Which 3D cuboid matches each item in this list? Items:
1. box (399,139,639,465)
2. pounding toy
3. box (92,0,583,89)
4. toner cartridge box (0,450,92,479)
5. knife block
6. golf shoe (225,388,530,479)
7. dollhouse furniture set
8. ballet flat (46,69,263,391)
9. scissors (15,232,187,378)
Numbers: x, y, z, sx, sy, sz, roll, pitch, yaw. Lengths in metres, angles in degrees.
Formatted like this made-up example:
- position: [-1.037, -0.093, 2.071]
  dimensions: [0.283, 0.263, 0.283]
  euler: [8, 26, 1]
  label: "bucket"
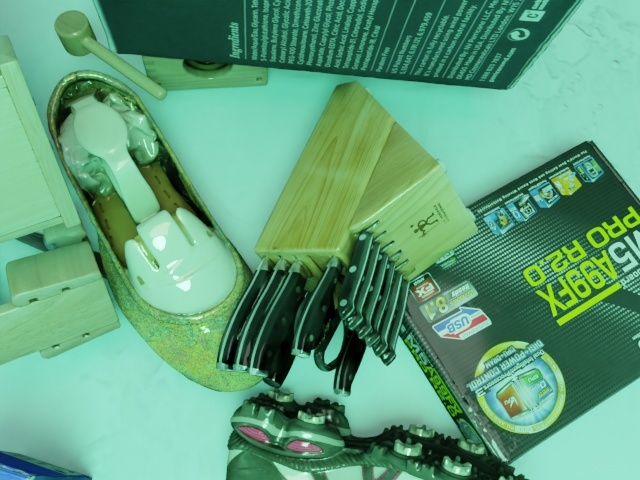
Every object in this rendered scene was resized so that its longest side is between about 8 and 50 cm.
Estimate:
- position: [0.212, 0.053, 0.652]
  dimensions: [0.270, 0.060, 0.216]
  euler: [-28, 73, -12]
  label: "box"
- position: [-0.160, -0.206, 0.709]
  dimensions: [0.206, 0.094, 0.180]
  euler: [-5, 72, -7]
  label: "pounding toy"
- position: [0.014, -0.325, 0.598]
  dimensions: [0.396, 0.212, 0.293]
  euler: [4, 75, -4]
  label: "box"
- position: [-0.278, 0.328, 0.470]
  dimensions: [0.075, 0.165, 0.347]
  euler: [16, 70, 3]
  label: "toner cartridge box"
- position: [0.000, 0.000, 0.610]
  dimensions: [0.242, 0.088, 0.275]
  euler: [-35, 39, 5]
  label: "knife block"
- position: [0.049, 0.209, 0.555]
  dimensions: [0.273, 0.105, 0.120]
  euler: [10, 88, 23]
  label: "golf shoe"
- position: [-0.337, -0.079, 0.574]
  dimensions: [0.198, 0.286, 0.303]
  euler: [-21, 44, -17]
  label: "dollhouse furniture set"
- position: [-0.155, -0.021, 0.616]
  dimensions: [0.123, 0.123, 0.348]
  euler: [-29, 69, -13]
  label: "ballet flat"
- position: [-0.183, 0.028, 0.666]
  dimensions: [0.297, 0.021, 0.109]
  euler: [34, 72, 11]
  label: "scissors"
